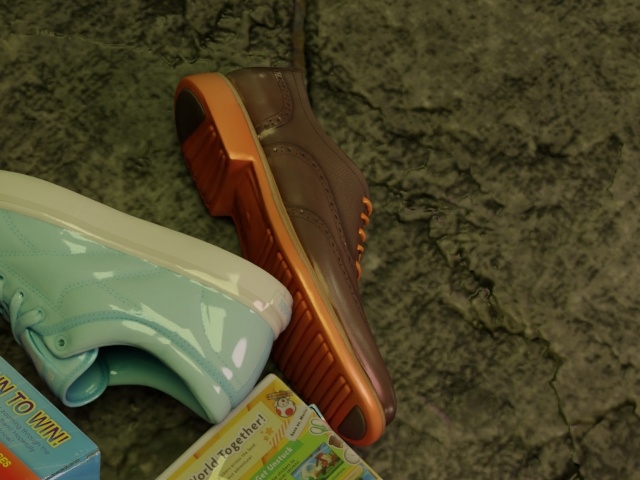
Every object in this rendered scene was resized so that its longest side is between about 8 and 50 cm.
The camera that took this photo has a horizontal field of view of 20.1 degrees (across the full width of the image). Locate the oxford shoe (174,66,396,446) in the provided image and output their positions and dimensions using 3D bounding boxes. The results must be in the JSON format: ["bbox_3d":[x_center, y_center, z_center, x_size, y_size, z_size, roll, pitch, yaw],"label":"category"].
[{"bbox_3d":[0.000,0.000,1.563,0.133,0.130,0.363,-16,72,-25],"label":"oxford shoe"}]

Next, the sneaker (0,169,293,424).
[{"bbox_3d":[-0.216,0.049,1.474,0.366,0.135,0.150,15,62,16],"label":"sneaker"}]

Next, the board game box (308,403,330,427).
[{"bbox_3d":[-0.018,0.324,1.447,0.242,0.064,0.316,-29,74,-19],"label":"board game box"}]

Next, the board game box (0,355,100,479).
[{"bbox_3d":[-0.378,0.166,1.357,0.302,0.086,0.308,-28,52,-35],"label":"board game box"}]

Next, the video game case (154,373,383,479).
[{"bbox_3d":[-0.045,0.249,1.426,0.206,0.026,0.227,44,68,11],"label":"video game case"}]
